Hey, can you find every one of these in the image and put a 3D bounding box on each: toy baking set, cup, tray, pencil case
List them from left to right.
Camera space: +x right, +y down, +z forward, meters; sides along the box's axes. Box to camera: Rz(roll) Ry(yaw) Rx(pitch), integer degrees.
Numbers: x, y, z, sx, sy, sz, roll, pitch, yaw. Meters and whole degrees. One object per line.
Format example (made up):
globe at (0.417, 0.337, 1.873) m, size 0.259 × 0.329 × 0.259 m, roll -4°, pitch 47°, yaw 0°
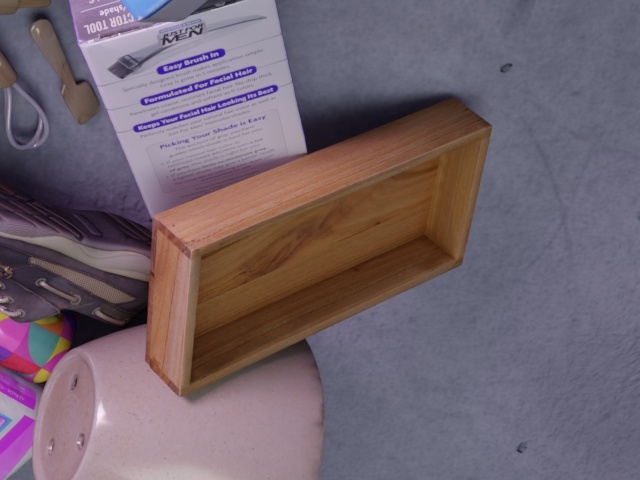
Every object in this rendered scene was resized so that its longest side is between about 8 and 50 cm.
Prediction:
pencil case at (-0.386, 0.073, 1.783) m, size 0.104 × 0.104 × 0.236 m, roll -43°, pitch 126°, yaw 18°
toy baking set at (-0.343, -0.172, 1.622) m, size 0.256 × 0.030 × 0.196 m, roll -14°, pitch 128°, yaw -33°
cup at (-0.182, 0.223, 1.779) m, size 0.237 × 0.331 × 0.331 m, roll 16°, pitch 121°, yaw -31°
tray at (0.000, 0.000, 1.717) m, size 0.411 × 0.076 × 0.202 m, roll -23°, pitch 138°, yaw -33°

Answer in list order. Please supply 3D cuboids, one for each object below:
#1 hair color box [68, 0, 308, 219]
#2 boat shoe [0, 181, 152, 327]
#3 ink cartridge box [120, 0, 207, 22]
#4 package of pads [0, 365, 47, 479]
hair color box at (-0.125, -0.163, 1.589) m, size 0.185 × 0.110 × 0.339 m, roll -16°, pitch 153°, yaw -2°
boat shoe at (-0.310, 0.026, 1.693) m, size 0.355 × 0.132 × 0.130 m, roll 18°, pitch 104°, yaw -39°
ink cartridge box at (-0.144, -0.420, 1.309) m, size 0.285 × 0.166 × 0.395 m, roll -37°, pitch 92°, yaw 12°
package of pads at (-0.487, 0.234, 1.871) m, size 0.296 × 0.101 × 0.229 m, roll -43°, pitch 125°, yaw 17°
